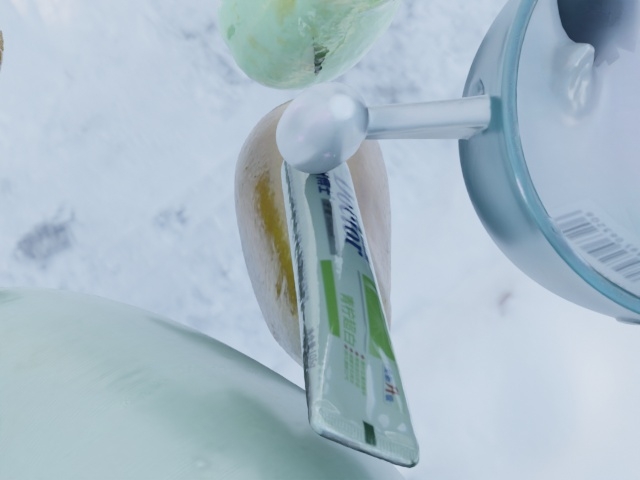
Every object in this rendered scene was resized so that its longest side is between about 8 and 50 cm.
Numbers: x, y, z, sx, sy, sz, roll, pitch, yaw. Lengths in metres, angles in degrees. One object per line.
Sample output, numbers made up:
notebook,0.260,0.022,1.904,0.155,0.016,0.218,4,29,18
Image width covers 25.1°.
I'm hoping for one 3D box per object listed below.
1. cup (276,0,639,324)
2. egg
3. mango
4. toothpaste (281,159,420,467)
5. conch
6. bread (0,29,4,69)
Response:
cup,0.131,-0.046,0.606,0.299,0.173,0.168,0,87,-7
egg,-0.080,0.150,0.604,0.230,0.371,0.230,-29,136,-32
mango,0.000,0.000,0.877,0.099,0.227,0.136,-4,127,-5
toothpaste,0.006,0.013,0.572,0.048,0.197,0.029,26,119,-24
conch,0.008,-0.214,1.247,0.143,0.250,0.137,30,63,-23
bread,-0.284,-0.034,0.934,0.099,0.235,0.210,25,142,-19
